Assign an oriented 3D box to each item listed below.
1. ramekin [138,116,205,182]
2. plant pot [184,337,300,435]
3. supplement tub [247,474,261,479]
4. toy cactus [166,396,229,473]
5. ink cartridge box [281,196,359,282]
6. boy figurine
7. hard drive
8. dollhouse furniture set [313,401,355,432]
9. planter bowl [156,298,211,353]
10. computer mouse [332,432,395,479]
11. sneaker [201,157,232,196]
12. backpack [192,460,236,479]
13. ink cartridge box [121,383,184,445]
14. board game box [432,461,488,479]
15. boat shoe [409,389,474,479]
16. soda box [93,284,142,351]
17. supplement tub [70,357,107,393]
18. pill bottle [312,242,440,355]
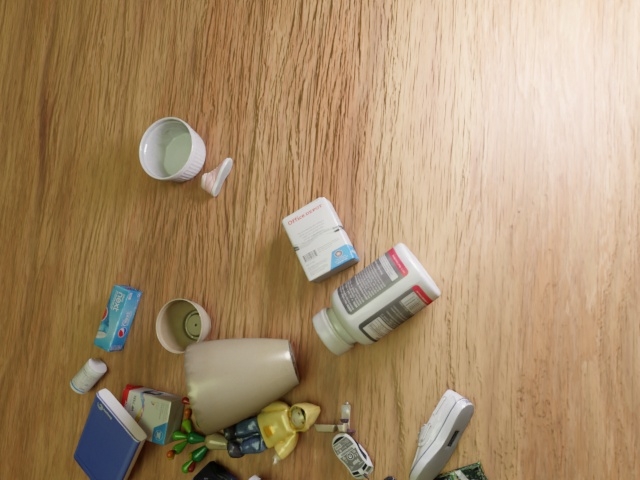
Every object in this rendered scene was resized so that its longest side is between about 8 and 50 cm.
[{"bbox_3d":[-0.477,-0.287,1.638,0.207,0.109,0.207,-3,81,19],"label":"ramekin"},{"bbox_3d":[-0.206,0.378,1.401,0.274,0.256,0.256,-16,77,-1],"label":"plant pot"},{"bbox_3d":[-0.145,0.761,1.365,0.200,0.144,0.144,34,95,20],"label":"supplement tub"},{"bbox_3d":[-0.363,0.592,1.496,0.181,0.112,0.218,6,76,10],"label":"toy cactus"},{"bbox_3d":[0.000,0.000,1.445,0.148,0.086,0.203,-29,74,13],"label":"ink cartridge box"},{"bbox_3d":[-0.129,0.539,1.417,0.285,0.092,0.177,-23,67,18],"label":"boy figurine"},{"bbox_3d":[-0.663,0.644,1.557,0.210,0.040,0.318,39,117,20],"label":"hard drive"},{"bbox_3d":[0.030,0.487,1.381,0.114,0.091,0.081,-8,65,21],"label":"dollhouse furniture set"},{"bbox_3d":[-0.408,0.262,1.540,0.162,0.109,0.162,-2,82,18],"label":"planter bowl"},{"bbox_3d":[0.108,0.604,1.354,0.106,0.042,0.193,-40,78,15],"label":"computer mouse"},{"bbox_3d":[-0.341,-0.215,1.610,0.070,0.051,0.134,29,97,15],"label":"sneaker"},{"bbox_3d":[-0.302,0.723,1.453,0.120,0.098,0.101,23,120,20],"label":"backpack"},{"bbox_3d":[-0.553,0.542,1.571,0.231,0.078,0.134,6,85,20],"label":"ink cartridge box"},{"bbox_3d":[0.391,0.705,1.248,0.136,0.030,0.259,-24,76,13],"label":"board game box"},{"bbox_3d":[0.296,0.508,1.284,0.258,0.095,0.084,-56,39,-2],"label":"boat shoe"},{"bbox_3d":[-0.672,0.257,1.656,0.071,0.067,0.210,19,89,20],"label":"soda box"},{"bbox_3d":[-0.774,0.452,1.664,0.107,0.071,0.071,-47,71,7],"label":"supplement tub"},{"bbox_3d":[0.141,0.166,1.327,0.319,0.176,0.176,-37,73,11],"label":"pill bottle"}]
